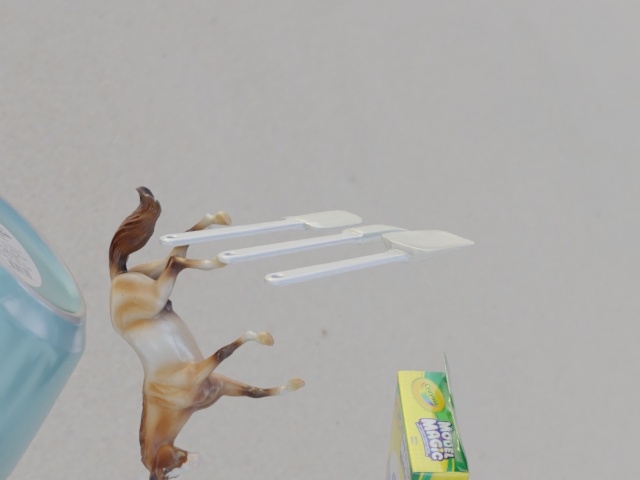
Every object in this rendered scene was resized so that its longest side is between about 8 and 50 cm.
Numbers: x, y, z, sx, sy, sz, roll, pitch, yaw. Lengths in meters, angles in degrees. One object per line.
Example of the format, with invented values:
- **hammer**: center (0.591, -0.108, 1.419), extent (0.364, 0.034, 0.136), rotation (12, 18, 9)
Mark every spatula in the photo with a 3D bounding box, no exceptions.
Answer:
- **spatula**: center (0.000, 0.000, 1.031), extent (0.242, 0.168, 0.019), rotation (-8, 111, -47)

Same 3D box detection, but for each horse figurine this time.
- **horse figurine**: center (-0.133, 0.082, 1.147), extent (0.263, 0.174, 0.066), rotation (65, 22, 2)

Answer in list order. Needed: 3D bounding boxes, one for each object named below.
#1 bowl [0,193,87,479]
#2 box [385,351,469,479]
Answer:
- **bowl**: center (-0.334, 0.057, 1.130), extent (0.311, 0.163, 0.311), rotation (51, 4, -4)
- **box**: center (0.073, 0.175, 0.865), extent (0.105, 0.043, 0.179), rotation (-95, -171, -56)
